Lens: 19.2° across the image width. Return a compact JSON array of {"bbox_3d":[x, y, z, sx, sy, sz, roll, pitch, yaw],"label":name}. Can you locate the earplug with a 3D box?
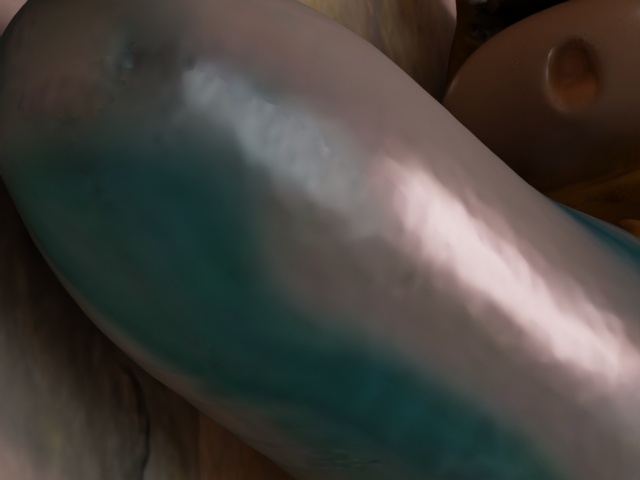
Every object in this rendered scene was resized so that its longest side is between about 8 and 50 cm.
[{"bbox_3d":[0.000,0.000,0.709,0.324,0.185,0.185,41,47,-47],"label":"earplug"}]

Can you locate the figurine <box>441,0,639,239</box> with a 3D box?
[{"bbox_3d":[0.187,0.031,1.002,0.401,0.268,0.387,103,-18,-52],"label":"figurine"}]
